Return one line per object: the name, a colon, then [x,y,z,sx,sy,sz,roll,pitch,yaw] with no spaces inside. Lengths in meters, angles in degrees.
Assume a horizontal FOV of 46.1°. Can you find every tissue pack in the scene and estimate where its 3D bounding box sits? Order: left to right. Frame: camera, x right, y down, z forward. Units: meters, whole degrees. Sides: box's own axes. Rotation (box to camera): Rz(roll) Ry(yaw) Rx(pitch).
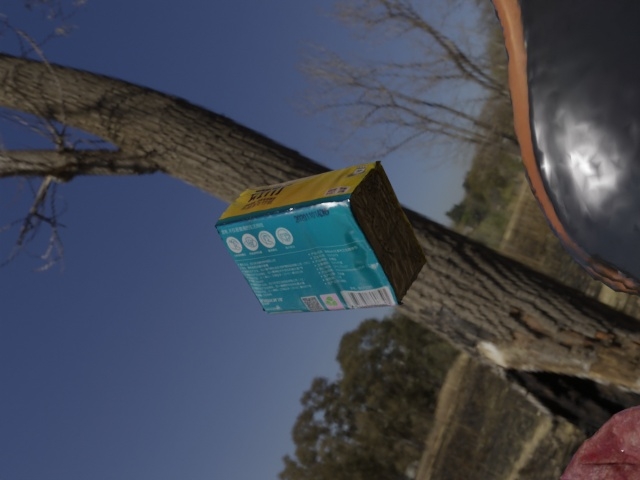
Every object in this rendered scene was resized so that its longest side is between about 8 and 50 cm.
tissue pack: [0.000,0.000,0.706,0.082,0.169,0.120,-50,-59,-42]

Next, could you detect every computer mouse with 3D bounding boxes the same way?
computer mouse: [0.194,-0.120,0.431,0.116,0.183,0.323,56,-155,-59]

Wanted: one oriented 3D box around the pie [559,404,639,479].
pie: [0.184,0.176,0.339,0.204,0.054,0.218,-6,57,60]
